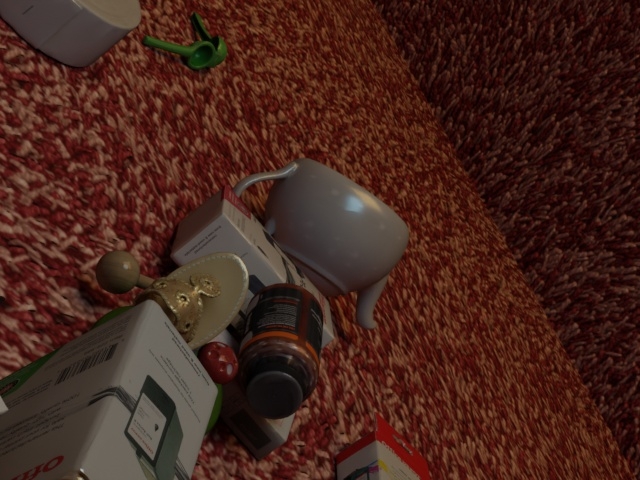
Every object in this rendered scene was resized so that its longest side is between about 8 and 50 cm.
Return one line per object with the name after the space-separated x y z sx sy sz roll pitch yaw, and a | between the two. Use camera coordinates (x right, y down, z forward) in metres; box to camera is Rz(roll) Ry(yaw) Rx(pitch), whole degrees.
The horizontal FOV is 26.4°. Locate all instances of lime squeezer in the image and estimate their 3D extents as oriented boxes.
-0.220 -0.351 2.411 0.110 0.059 0.310 52 19 -7 | lime squeezer

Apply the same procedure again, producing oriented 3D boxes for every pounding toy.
-0.168 0.111 1.568 0.183 0.110 0.237 24 41 -33 | pounding toy

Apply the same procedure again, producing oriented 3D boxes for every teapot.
0.000 0.000 2.155 0.256 0.187 0.252 32 -8 17 | teapot

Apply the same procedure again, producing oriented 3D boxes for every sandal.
-0.172 0.088 1.467 0.088 0.240 0.079 57 -15 4 | sandal

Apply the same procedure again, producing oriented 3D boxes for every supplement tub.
-0.051 0.141 1.717 0.106 0.106 0.198 48 19 -18 | supplement tub

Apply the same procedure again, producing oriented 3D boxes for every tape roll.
-0.394 -0.393 1.992 0.286 0.100 0.286 47 20 -22 | tape roll

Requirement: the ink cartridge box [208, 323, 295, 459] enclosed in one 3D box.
-0.104 0.157 1.809 0.189 0.066 0.232 50 23 -12 | ink cartridge box

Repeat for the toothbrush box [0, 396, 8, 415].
-0.416 0.090 1.059 0.216 0.126 0.295 59 18 13 | toothbrush box

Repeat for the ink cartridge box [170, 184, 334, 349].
-0.092 0.057 1.898 0.237 0.100 0.172 49 8 -13 | ink cartridge box

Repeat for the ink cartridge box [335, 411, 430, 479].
0.093 0.361 1.888 0.134 0.078 0.231 46 20 -25 | ink cartridge box

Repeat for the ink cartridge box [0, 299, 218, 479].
-0.225 0.202 1.182 0.121 0.211 0.289 57 18 -18 | ink cartridge box
